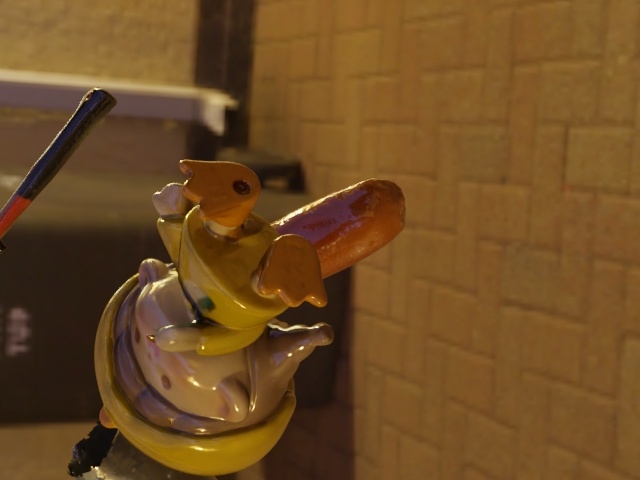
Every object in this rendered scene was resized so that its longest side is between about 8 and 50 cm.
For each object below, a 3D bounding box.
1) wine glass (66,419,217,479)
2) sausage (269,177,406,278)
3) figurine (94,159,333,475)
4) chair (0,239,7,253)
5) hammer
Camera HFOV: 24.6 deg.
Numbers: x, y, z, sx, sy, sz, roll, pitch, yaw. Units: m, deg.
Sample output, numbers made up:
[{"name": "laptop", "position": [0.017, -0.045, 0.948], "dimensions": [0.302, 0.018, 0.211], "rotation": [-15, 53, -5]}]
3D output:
[{"name": "wine glass", "position": [-0.174, 0.276, 1.598], "dimensions": [0.111, 0.204, 0.111], "rotation": [-39, 25, 21]}, {"name": "sausage", "position": [0.000, 0.000, 1.830], "dimensions": [0.098, 0.238, 0.098], "rotation": [62, -174, -12]}, {"name": "figurine", "position": [-0.095, 0.079, 1.320], "dimensions": [0.215, 0.187, 0.344], "rotation": [65, 152, 22]}, {"name": "chair", "position": [-0.451, -0.045, 1.423], "dimensions": [0.154, 0.260, 0.141], "rotation": [-41, -6, 15]}, {"name": "hammer", "position": [-0.321, -0.049, 1.593], "dimensions": [0.288, 0.033, 0.111], "rotation": [-52, 32, -3]}]
